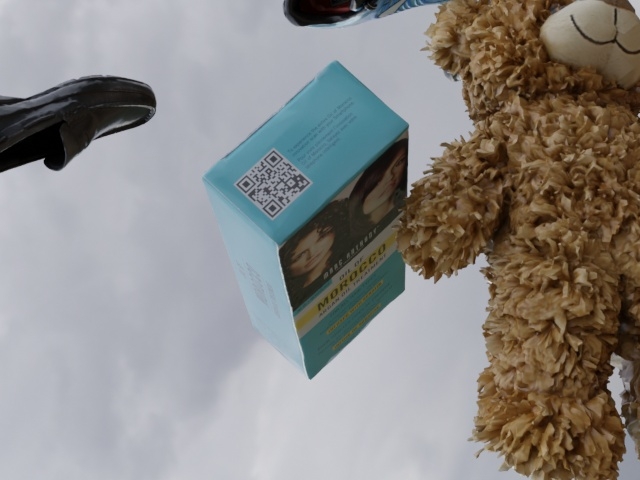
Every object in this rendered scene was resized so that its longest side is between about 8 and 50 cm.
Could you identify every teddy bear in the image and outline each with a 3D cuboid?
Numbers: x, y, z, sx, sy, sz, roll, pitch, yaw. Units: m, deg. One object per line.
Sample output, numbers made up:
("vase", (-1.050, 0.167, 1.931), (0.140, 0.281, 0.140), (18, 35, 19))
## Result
("teddy bear", (0.160, -0.017, 0.668), (0.113, 0.245, 0.338), (89, -166, -64))

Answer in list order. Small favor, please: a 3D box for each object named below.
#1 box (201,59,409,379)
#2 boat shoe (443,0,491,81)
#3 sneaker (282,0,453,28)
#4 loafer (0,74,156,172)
("box", (0.000, 0.000, 0.710), (0.100, 0.060, 0.244), (-43, -19, -13))
("boat shoe", (0.175, -0.248, 1.102), (0.084, 0.079, 0.233), (51, -129, -53))
("sneaker", (0.046, -0.167, 0.739), (0.063, 0.162, 0.073), (64, -149, -12))
("loafer", (-0.247, -0.100, 1.074), (0.223, 0.078, 0.076), (-16, -22, -36))
